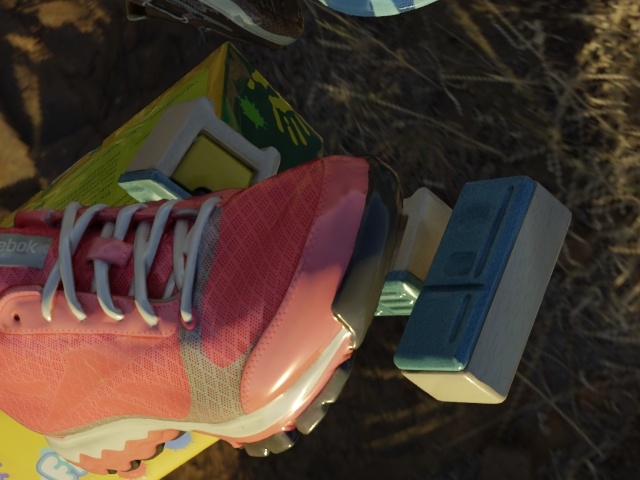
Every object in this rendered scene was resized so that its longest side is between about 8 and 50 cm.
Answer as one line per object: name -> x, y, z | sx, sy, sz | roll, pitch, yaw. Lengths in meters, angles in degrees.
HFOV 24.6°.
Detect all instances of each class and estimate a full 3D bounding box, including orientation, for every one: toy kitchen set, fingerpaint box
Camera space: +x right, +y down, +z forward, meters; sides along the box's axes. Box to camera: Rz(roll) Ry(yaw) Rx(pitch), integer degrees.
toy kitchen set -> 0.000, 0.000, 0.837 | 0.166, 0.207, 0.122 | 37, 64, -31
fingerpaint box -> -0.204, 0.073, 1.401 | 0.445, 0.371, 0.163 | -36, 118, 20

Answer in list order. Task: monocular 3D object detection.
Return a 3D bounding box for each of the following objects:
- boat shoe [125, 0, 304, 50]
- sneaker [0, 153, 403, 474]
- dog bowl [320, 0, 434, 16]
boat shoe -> -0.122, -0.218, 1.193 | 0.095, 0.095, 0.257 | -28, 144, 29
sneaker -> -0.089, 0.032, 0.675 | 0.136, 0.314, 0.116 | 29, 57, -25
dog bowl -> 0.099, -0.268, 0.930 | 0.297, 0.166, 0.074 | -36, 136, 5
